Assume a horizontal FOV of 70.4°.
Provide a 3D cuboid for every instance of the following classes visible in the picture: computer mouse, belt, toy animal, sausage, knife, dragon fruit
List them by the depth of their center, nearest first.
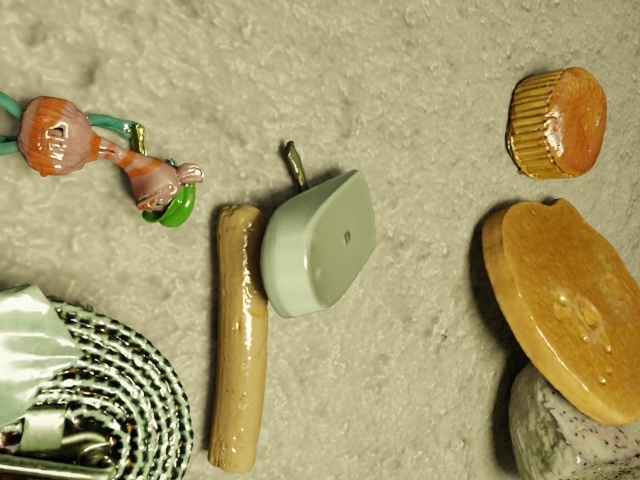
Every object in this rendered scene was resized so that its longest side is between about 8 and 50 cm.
[{"bbox_3d":[-0.243,0.150,0.379,0.257,0.150,0.207,30,69,-32],"label":"belt"},{"bbox_3d":[-0.217,-0.085,0.428,0.208,0.100,0.104,16,46,-30],"label":"toy animal"},{"bbox_3d":[-0.093,0.109,0.525,0.065,0.065,0.302,0,95,-33],"label":"sausage"},{"bbox_3d":[0.000,0.000,0.542,0.231,0.079,0.128,-39,127,-53],"label":"computer mouse"},{"bbox_3d":[-0.016,-0.017,0.588,0.045,0.021,0.222,-32,113,-33],"label":"knife"},{"bbox_3d":[0.449,0.332,0.812,0.282,0.221,0.204,5,135,-20],"label":"dragon fruit"}]

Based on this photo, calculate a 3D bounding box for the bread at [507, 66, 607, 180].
[{"bbox_3d":[0.432,-0.208,0.815,0.199,0.104,0.200,-2,94,-30],"label":"bread"}]

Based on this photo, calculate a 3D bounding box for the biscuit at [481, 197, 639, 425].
[{"bbox_3d":[0.438,0.101,0.786,0.364,0.062,0.386,-16,74,-36],"label":"biscuit"}]
